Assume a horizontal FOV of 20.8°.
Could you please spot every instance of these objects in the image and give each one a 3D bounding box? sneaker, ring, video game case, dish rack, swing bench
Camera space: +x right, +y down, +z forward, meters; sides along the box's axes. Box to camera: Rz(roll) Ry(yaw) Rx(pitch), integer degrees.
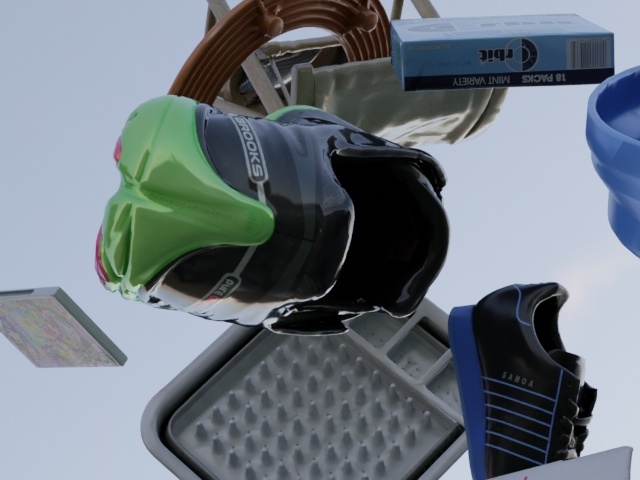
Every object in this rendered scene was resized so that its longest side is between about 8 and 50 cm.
[{"bbox_3d":[0.000,0.000,1.271,0.483,0.202,0.185,-15,-59,-73],"label":"sneaker"},{"bbox_3d":[0.159,0.140,1.269,0.090,0.232,0.081,-21,-23,24],"label":"sneaker"},{"bbox_3d":[-0.038,-0.109,1.742,0.336,0.032,0.336,-32,-41,-33],"label":"ring"},{"bbox_3d":[-0.218,0.071,1.396,0.087,0.122,0.011,50,-123,-28],"label":"video game case"},{"bbox_3d":[0.008,0.186,1.841,0.333,0.285,0.072,-42,-24,-24],"label":"dish rack"},{"bbox_3d":[0.025,-0.175,1.843,0.253,0.254,0.165,-9,-55,-27],"label":"swing bench"}]

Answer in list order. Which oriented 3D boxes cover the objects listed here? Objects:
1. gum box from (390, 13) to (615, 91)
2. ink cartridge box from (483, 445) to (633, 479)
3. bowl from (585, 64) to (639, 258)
[{"bbox_3d":[0.136,-0.149,1.357,0.157,0.184,0.041,-2,-79,0],"label":"gum box"},{"bbox_3d":[0.083,0.176,0.899,0.181,0.104,0.061,-18,-68,21],"label":"ink cartridge box"},{"bbox_3d":[0.340,-0.043,0.946,0.391,0.391,0.077,-9,-73,-19],"label":"bowl"}]
